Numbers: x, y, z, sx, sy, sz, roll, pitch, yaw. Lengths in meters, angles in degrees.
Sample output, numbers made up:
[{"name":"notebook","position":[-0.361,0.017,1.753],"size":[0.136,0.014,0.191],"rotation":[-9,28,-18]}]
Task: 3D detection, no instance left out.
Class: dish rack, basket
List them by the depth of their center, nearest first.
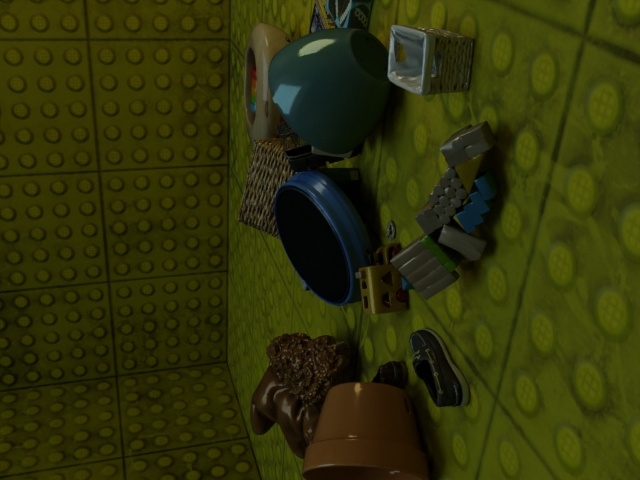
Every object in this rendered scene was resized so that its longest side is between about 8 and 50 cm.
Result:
[{"name":"basket","position":[0.207,-0.346,1.376],"size":[0.167,0.103,0.113],"rotation":[-129,38,-61]},{"name":"dish rack","position":[-0.016,-0.295,1.984],"size":[0.271,0.208,0.074],"rotation":[-112,8,-48]},{"name":"basket","position":[-0.102,-0.166,2.353],"size":[0.223,0.213,0.299],"rotation":[21,106,27]}]

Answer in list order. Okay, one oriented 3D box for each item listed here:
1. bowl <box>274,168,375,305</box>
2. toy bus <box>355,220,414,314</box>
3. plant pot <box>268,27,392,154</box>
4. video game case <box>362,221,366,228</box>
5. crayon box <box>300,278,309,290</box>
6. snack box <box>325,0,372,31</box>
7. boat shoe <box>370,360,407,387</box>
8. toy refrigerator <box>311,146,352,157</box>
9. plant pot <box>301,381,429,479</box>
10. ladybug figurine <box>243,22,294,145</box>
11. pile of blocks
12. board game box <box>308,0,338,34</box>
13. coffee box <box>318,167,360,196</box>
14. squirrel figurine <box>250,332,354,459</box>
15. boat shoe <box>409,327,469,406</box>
[{"name":"bowl","position":[0.000,0.000,1.973],"size":[0.391,0.077,0.391],"rotation":[43,148,37]},{"name":"toy bus","position":[0.139,0.084,1.726],"size":[0.202,0.104,0.191],"rotation":[-115,26,-48]},{"name":"plant pot","position":[0.054,-0.370,1.658],"size":[0.195,0.290,0.290],"rotation":[-31,62,43]},{"name":"video game case","position":[0.107,0.007,1.974],"size":[0.087,0.011,0.122],"rotation":[-148,55,-69]},{"name":"crayon box","position":[-0.008,-0.009,2.232],"size":[0.318,0.081,0.202],"rotation":[109,151,-55]},{"name":"snack box","position":[0.084,-0.682,1.768],"size":[0.187,0.060,0.322],"rotation":[-112,24,-44]},{"name":"boat shoe","position":[0.155,0.363,1.812],"size":[0.207,0.073,0.073],"rotation":[103,155,-48]},{"name":"toy refrigerator","position":[0.035,-0.352,1.858],"size":[0.094,0.102,0.269],"rotation":[113,161,-58]},{"name":"plant pot","position":[0.108,0.456,1.684],"size":[0.291,0.291,0.203],"rotation":[116,161,-60]},{"name":"ladybug figurine","position":[-0.162,-0.511,2.460],"size":[0.305,0.162,0.449],"rotation":[-118,29,-52]},{"name":"pile of blocks","position":[0.258,-0.059,1.335],"size":[0.112,0.149,0.362],"rotation":[-45,-21,-52]},{"name":"board game box","position":[0.015,-0.583,2.049],"size":[0.141,0.048,0.170],"rotation":[110,150,-51]},{"name":"coffee box","position":[0.032,-0.151,2.008],"size":[0.184,0.113,0.040],"rotation":[128,138,-68]},{"name":"squirrel figurine","position":[-0.025,0.471,2.121],"size":[0.370,0.281,0.396],"rotation":[-142,47,-60]},{"name":"boat shoe","position":[0.233,0.263,1.523],"size":[0.227,0.069,0.081],"rotation":[-121,31,-56]}]
